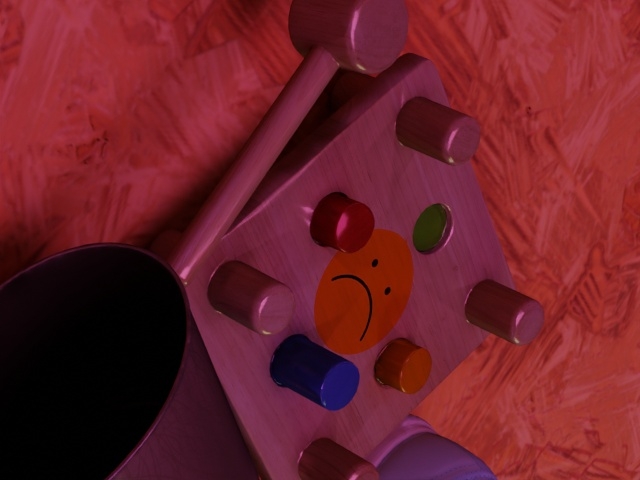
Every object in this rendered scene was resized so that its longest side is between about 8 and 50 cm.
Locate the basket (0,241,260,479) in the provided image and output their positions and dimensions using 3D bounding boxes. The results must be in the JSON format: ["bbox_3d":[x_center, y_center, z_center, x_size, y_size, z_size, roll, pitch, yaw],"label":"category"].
[{"bbox_3d":[-0.131,0.137,1.181,0.204,0.154,0.227,-48,149,-11],"label":"basket"}]

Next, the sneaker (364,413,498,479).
[{"bbox_3d":[0.025,0.318,1.441,0.135,0.150,0.366,26,89,-47],"label":"sneaker"}]

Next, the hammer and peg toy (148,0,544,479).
[{"bbox_3d":[0.000,0.000,1.287,0.266,0.127,0.361,-43,133,-21],"label":"hammer and peg toy"}]
